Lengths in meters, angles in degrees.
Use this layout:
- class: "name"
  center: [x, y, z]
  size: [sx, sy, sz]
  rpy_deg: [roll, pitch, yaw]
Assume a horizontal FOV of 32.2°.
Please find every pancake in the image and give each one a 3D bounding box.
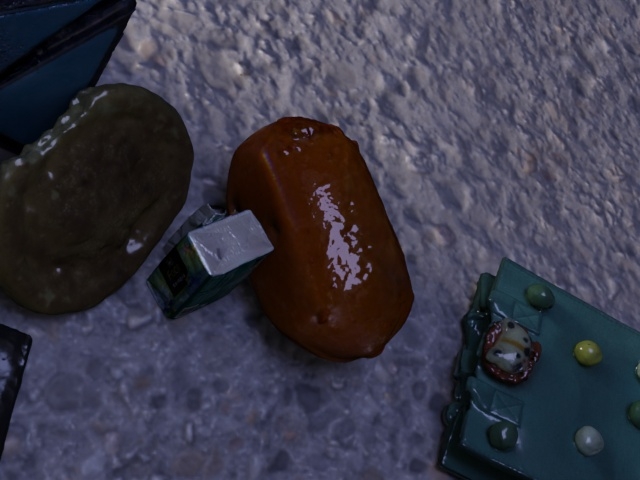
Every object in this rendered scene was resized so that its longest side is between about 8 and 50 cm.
- class: "pancake"
  center: [-0.211, -0.036, 1.046]
  size: [0.042, 0.222, 0.236]
  rpy_deg: [25, 43, 37]

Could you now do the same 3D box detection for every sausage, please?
- class: "sausage"
  center: [-0.001, 0.000, 1.167]
  size: [0.141, 0.153, 0.268]
  rpy_deg: [-9, 72, -39]

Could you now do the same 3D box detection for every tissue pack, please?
- class: "tissue pack"
  center: [-0.117, 0.015, 1.119]
  size: [0.085, 0.111, 0.079]
  rpy_deg: [-24, 78, -38]

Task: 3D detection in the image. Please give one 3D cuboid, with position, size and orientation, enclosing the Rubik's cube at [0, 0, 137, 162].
- class: "Rubik's cube"
  center: [-0.379, -0.229, 0.970]
  size: [0.307, 0.305, 0.310]
  rpy_deg: [-17, 75, -35]

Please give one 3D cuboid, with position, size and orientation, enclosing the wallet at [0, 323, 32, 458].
- class: "wallet"
  center: [-0.391, 0.185, 0.916]
  size: [0.247, 0.041, 0.323]
  rpy_deg: [21, 55, -22]

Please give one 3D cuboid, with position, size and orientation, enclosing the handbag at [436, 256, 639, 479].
- class: "handbag"
  center: [0.284, 0.185, 1.272]
  size: [0.274, 0.100, 0.268]
  rpy_deg: [31, 55, -14]
